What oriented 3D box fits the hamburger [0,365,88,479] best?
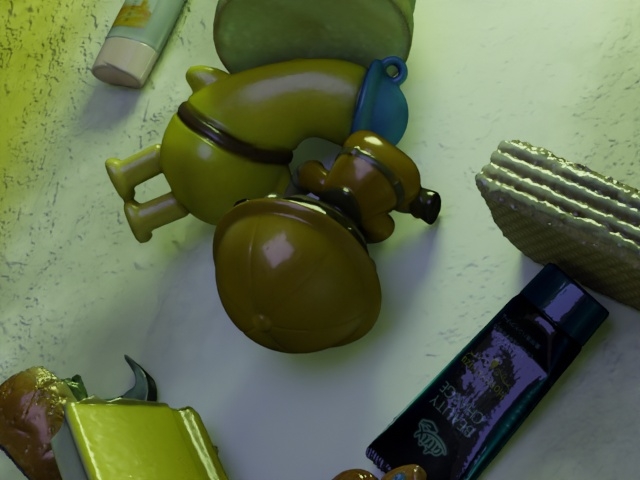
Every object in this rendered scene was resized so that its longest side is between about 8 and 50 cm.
[{"bbox_3d":[-0.299,0.195,1.908,0.176,0.087,0.102,47,115,30],"label":"hamburger"}]

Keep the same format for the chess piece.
[{"bbox_3d":[0.014,-0.395,2.081,0.234,0.234,0.442,-10,51,24],"label":"chess piece"}]

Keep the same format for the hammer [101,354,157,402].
[{"bbox_3d":[-0.292,0.188,1.987,0.246,0.029,0.103,-8,57,27],"label":"hammer"}]

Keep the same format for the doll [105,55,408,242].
[{"bbox_3d":[-0.068,-0.121,1.974,0.363,0.145,0.199,-24,93,11],"label":"doll"}]

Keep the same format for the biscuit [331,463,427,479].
[{"bbox_3d":[0.030,0.298,1.714,0.280,0.043,0.183,6,67,33],"label":"biscuit"}]

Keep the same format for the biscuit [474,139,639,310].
[{"bbox_3d":[0.334,0.024,1.656,0.426,0.144,0.078,27,75,38],"label":"biscuit"}]

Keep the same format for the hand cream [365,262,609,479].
[{"bbox_3d":[0.167,0.146,1.737,0.270,0.061,0.120,-49,53,4],"label":"hand cream"}]

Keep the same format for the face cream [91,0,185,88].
[{"bbox_3d":[-0.220,-0.287,2.236,0.084,0.057,0.198,8,64,35],"label":"face cream"}]

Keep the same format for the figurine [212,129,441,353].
[{"bbox_3d":[0.000,-0.002,1.846,0.192,0.167,0.256,31,74,13],"label":"figurine"}]

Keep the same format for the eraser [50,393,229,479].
[{"bbox_3d":[-0.169,0.254,1.775,0.226,0.158,0.069,59,137,46],"label":"eraser"}]
